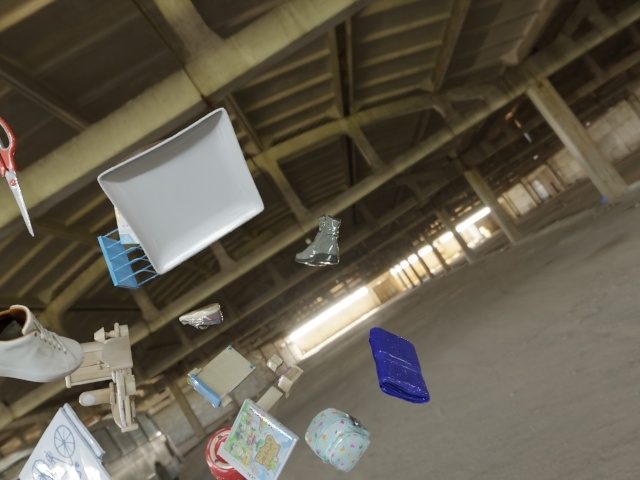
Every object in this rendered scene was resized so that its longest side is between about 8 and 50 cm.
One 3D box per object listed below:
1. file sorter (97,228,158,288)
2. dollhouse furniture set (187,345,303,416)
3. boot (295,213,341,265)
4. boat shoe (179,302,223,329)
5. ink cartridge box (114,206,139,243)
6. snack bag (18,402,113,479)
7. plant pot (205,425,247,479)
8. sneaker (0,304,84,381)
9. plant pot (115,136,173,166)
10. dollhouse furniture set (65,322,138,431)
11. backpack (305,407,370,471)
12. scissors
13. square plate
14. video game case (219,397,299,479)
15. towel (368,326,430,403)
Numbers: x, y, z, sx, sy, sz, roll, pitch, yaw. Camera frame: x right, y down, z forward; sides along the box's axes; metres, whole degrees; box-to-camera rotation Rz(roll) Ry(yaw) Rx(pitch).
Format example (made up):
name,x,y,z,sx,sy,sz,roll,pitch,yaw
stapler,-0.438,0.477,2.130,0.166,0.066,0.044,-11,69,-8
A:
name,x,y,z,sx,sy,sz,roll,pitch,yaw
file sorter,-0.603,0.051,1.778,0.104,0.170,0.118,-28,-15,7
dollhouse furniture set,-0.276,0.511,1.986,0.286,0.303,0.198,-41,-21,-41
boot,0.000,0.000,1.868,0.083,0.161,0.246,11,-9,-28
boat shoe,-0.520,0.343,2.445,0.285,0.092,0.103,-21,1,44
ink cartridge box,-0.499,-0.072,1.541,0.092,0.143,0.090,-3,15,12
snack bag,-0.652,0.659,1.493,0.323,0.342,0.037,-53,-19,21
plant pot,-0.323,0.780,2.057,0.191,0.191,0.174,-30,-30,-20
sneaker,-0.544,0.192,1.065,0.123,0.106,0.290,-52,-24,4
plant pot,-0.503,-0.199,1.697,0.230,0.215,0.215,2,12,31
dollhouse furniture set,-0.569,0.406,1.447,0.174,0.303,0.355,-6,22,-20
backpack,0.054,0.642,1.817,0.166,0.188,0.144,-52,25,-2
scissors,-0.727,-0.158,1.329,0.109,0.297,0.021,-35,-4,4
square plate,-0.340,-0.123,1.439,0.344,0.049,0.347,-33,-44,-16
video game case,-0.181,0.597,1.623,0.023,0.193,0.212,-8,-53,-63
towel,0.297,0.492,2.201,0.076,0.228,0.308,-53,21,25
